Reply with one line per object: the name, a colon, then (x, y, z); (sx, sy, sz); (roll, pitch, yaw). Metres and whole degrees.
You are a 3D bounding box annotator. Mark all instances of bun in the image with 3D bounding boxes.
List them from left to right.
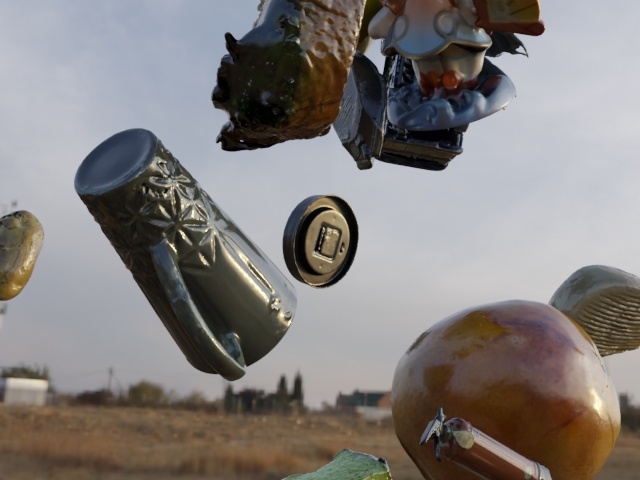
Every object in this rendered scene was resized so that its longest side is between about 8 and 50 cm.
bun: (0.441, 0.104, 1.440); (0.166, 0.113, 0.173); (-40, -57, 16)

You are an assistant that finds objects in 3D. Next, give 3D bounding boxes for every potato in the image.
potato: (-0.534, 0.024, 1.569); (0.107, 0.170, 0.080); (-2, -27, 32)

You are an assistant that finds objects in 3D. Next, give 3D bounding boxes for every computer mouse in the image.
computer mouse: (0.056, -0.184, 1.243); (0.062, 0.192, 0.106); (-3, -31, -26)

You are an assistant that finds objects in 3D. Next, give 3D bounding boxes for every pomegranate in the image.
pomegranate: (0.240, 0.228, 1.262); (0.319, 0.319, 0.319); (3, -12, 1)

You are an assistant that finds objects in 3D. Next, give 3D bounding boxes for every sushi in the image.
sushi: (-0.036, -0.196, 0.991); (0.140, 0.149, 0.287); (15, -46, -6)

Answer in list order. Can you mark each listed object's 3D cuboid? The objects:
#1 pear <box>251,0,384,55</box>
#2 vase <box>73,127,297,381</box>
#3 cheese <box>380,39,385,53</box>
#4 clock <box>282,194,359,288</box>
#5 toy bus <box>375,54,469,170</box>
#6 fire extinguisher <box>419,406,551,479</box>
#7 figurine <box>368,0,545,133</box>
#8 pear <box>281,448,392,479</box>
pear: (0.016, -0.428, 1.594); (0.191, 0.340, 0.386); (9, 1, -17)
vase: (-0.148, 0.022, 1.021); (0.156, 0.251, 0.301); (-26, -51, 7)
cheese: (0.175, -0.529, 2.036); (0.155, 0.244, 0.062); (4, 0, -17)
clock: (0.000, 0.000, 1.767); (0.040, 0.184, 0.184); (11, -4, 43)
toy bus: (0.177, -0.273, 1.499); (0.138, 0.287, 0.175); (10, -7, -2)
fire extinguisher: (0.174, 0.234, 0.987); (0.177, 0.062, 0.050); (32, -44, -24)
figurine: (0.159, -0.372, 1.230); (0.277, 0.388, 0.248); (-3, 30, 29)
pear: (0.006, 0.528, 1.649); (0.255, 0.238, 0.164); (-15, 15, -35)
